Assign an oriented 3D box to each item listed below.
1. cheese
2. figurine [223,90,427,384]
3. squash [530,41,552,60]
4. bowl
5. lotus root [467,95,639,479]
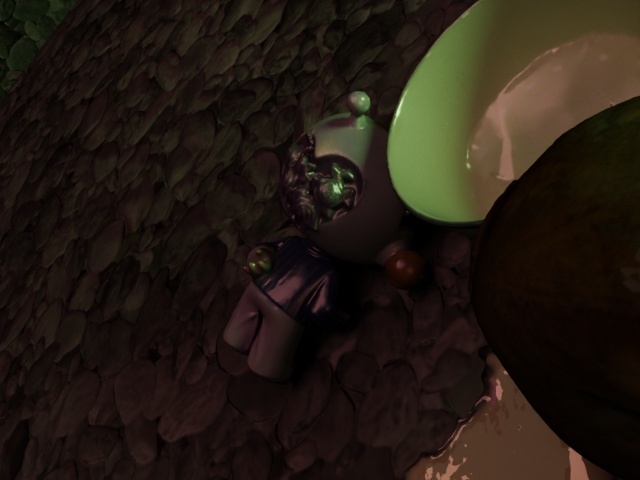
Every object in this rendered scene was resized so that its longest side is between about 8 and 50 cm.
[{"bbox_3d":[0.147,0.188,0.506,0.163,0.071,0.248,-41,47,18],"label":"cheese"},{"bbox_3d":[-0.008,-0.003,0.781,0.274,0.133,0.193,-41,53,25],"label":"figurine"},{"bbox_3d":[0.211,-0.251,0.766,0.066,0.066,0.228,-20,50,39],"label":"squash"},{"bbox_3d":[0.178,-0.088,0.630,0.238,0.126,0.237,-29,45,33],"label":"bowl"},{"bbox_3d":[0.235,0.034,0.375,0.346,0.250,0.250,15,75,48],"label":"lotus root"}]
